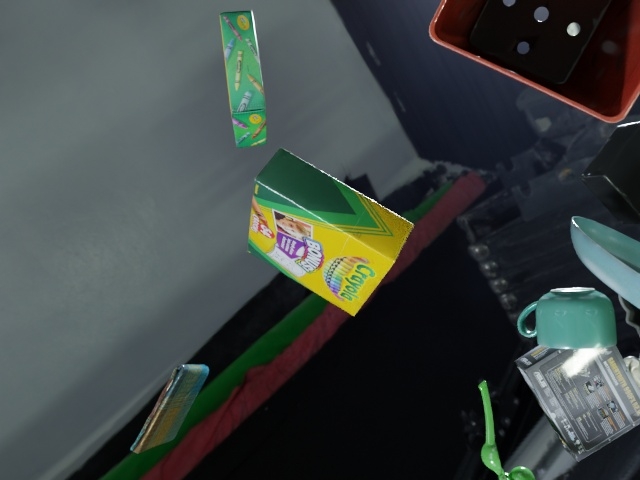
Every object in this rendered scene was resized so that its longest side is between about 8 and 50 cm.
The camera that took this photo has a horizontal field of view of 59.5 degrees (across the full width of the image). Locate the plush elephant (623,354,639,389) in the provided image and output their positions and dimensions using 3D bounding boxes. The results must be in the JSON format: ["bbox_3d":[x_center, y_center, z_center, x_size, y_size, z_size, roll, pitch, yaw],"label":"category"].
[{"bbox_3d":[0.922,0.346,1.399,0.272,0.255,0.330,-43,166,-1],"label":"plush elephant"}]

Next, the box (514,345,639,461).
[{"bbox_3d":[0.530,0.297,1.129,0.183,0.231,0.056,-32,-172,0],"label":"box"}]

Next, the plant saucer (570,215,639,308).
[{"bbox_3d":[0.472,0.069,0.751,0.044,0.317,0.318,-62,-171,21],"label":"plant saucer"}]

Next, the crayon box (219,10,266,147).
[{"bbox_3d":[-0.186,-0.390,1.365,0.081,0.279,0.165,-7,161,-6],"label":"crayon box"}]

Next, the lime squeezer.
[{"bbox_3d":[0.384,0.425,1.082,0.110,0.310,0.059,-42,172,-9],"label":"lime squeezer"}]

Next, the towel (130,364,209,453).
[{"bbox_3d":[-0.450,0.503,1.720,0.272,0.040,0.370,-63,173,-12],"label":"towel"}]

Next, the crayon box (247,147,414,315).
[{"bbox_3d":[0.000,0.000,1.238,0.106,0.313,0.363,-56,174,-25],"label":"crayon box"}]

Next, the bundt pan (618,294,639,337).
[{"bbox_3d":[0.877,0.123,1.284,0.330,0.124,0.331,-12,-109,37],"label":"bundt pan"}]

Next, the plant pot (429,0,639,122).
[{"bbox_3d":[0.328,-0.338,0.777,0.268,0.267,0.236,-64,175,15],"label":"plant pot"}]

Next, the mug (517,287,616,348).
[{"bbox_3d":[0.442,0.137,1.008,0.157,0.098,0.129,-3,178,12],"label":"mug"}]

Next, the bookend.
[{"bbox_3d":[0.676,-0.145,1.216,0.157,0.156,0.072,-51,-165,-9],"label":"bookend"}]
